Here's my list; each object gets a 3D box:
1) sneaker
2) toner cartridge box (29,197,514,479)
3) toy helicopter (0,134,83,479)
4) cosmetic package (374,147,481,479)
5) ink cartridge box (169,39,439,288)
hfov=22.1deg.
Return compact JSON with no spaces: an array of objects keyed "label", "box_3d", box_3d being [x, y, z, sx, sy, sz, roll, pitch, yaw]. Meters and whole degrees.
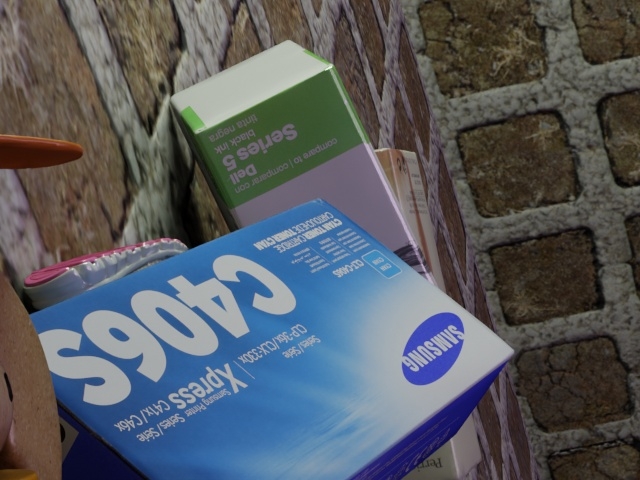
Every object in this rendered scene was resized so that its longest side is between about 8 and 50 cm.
[{"label":"sneaker","box_3d":[-0.122,0.043,0.996,0.170,0.063,0.074,-21,98,-73]},{"label":"toner cartridge box","box_3d":[-0.034,0.082,0.896,0.165,0.075,0.348,39,26,14]},{"label":"toy helicopter","box_3d":[-0.166,0.022,0.556,0.355,0.140,0.235,61,26,-60]},{"label":"cosmetic package","box_3d":[0.037,0.076,1.479,0.129,0.153,0.296,-6,82,-76]},{"label":"ink cartridge box","box_3d":[0.000,0.000,1.248,0.273,0.115,0.198,65,-5,-15]}]
